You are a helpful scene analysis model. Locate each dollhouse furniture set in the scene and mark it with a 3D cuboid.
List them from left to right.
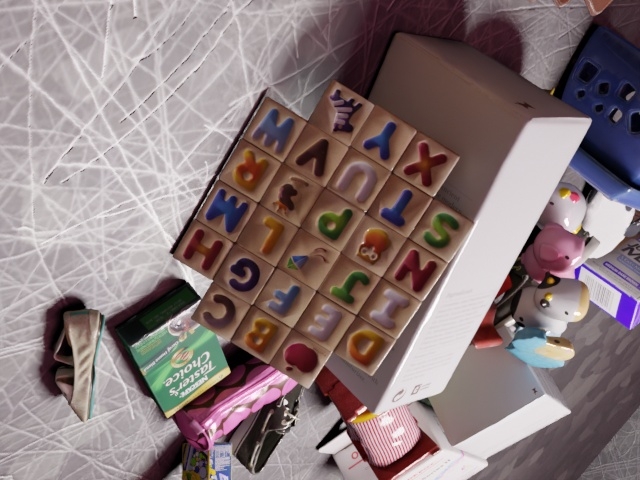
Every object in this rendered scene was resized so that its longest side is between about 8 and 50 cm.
[{"bbox_3d":[0.188,0.206,1.444,0.374,0.152,0.201,-35,127,-8],"label":"dollhouse furniture set"}]

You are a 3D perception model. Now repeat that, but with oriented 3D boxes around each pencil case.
[{"bbox_3d":[-0.109,0.217,1.250,0.209,0.098,0.095,-34,101,-23],"label":"pencil case"}]

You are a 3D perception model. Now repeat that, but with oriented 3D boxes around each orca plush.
[{"bbox_3d":[0.557,-0.091,1.719,0.151,0.102,0.287,-8,138,20],"label":"orca plush"}]

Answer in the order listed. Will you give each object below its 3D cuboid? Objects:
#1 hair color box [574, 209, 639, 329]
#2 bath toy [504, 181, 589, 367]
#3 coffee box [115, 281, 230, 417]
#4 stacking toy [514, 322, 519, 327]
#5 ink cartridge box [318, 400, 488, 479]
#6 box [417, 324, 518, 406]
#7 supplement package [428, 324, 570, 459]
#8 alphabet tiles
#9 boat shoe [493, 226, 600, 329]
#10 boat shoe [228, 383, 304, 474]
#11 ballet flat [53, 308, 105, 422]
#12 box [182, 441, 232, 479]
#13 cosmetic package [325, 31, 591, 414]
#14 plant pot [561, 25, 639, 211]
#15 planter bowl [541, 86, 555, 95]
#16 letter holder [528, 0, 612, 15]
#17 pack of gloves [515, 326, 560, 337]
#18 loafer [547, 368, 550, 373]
[{"bbox_3d":[0.722,0.025,1.895,0.339,0.185,0.110,-32,142,-23],"label":"hair color box"},{"bbox_3d":[0.395,0.038,1.496,0.129,0.151,0.348,35,56,-33],"label":"bath toy"},{"bbox_3d":[-0.188,0.147,1.139,0.113,0.040,0.184,-34,144,-20],"label":"coffee box"},{"bbox_3d":[0.467,0.159,1.869,0.167,0.052,0.221,-45,140,-21],"label":"stacking toy"},{"bbox_3d":[0.169,0.430,1.710,0.207,0.119,0.353,-37,148,13],"label":"ink cartridge box"},{"bbox_3d":[0.247,0.210,1.670,0.232,0.058,0.322,-51,144,5],"label":"box"},{"bbox_3d":[0.324,0.286,1.608,0.194,0.149,0.203,-33,149,14],"label":"supplement package"},{"bbox_3d":[0.000,0.000,1.029,0.342,0.285,0.011,-58,-177,15],"label":"alphabet tiles"},{"bbox_3d":[0.405,0.062,1.642,0.305,0.091,0.109,-38,172,-26],"label":"boat shoe"},{"bbox_3d":[-0.065,0.275,1.378,0.078,0.070,0.219,8,118,-51],"label":"boat shoe"},{"bbox_3d":[-0.291,0.147,1.030,0.052,0.057,0.168,5,121,-17],"label":"ballet flat"},{"bbox_3d":[-0.171,0.390,1.303,0.054,0.059,0.168,15,71,-52],"label":"box"},{"bbox_3d":[0.134,-0.019,1.165,0.162,0.230,0.453,-7,130,-45],"label":"cosmetic package"},{"bbox_3d":[0.514,-0.183,1.425,0.236,0.236,0.212,8,124,-52],"label":"plant pot"},{"bbox_3d":[0.250,-0.143,1.263,0.217,0.090,0.217,-58,168,-19],"label":"planter bowl"},{"bbox_3d":[0.384,-0.435,1.094,0.302,0.152,0.214,-52,148,6],"label":"letter holder"},{"bbox_3d":[0.474,0.201,1.819,0.195,0.046,0.232,32,86,-50],"label":"pack of gloves"},{"bbox_3d":[0.418,0.325,1.943,0.319,0.112,0.111,3,110,-52],"label":"loafer"}]
